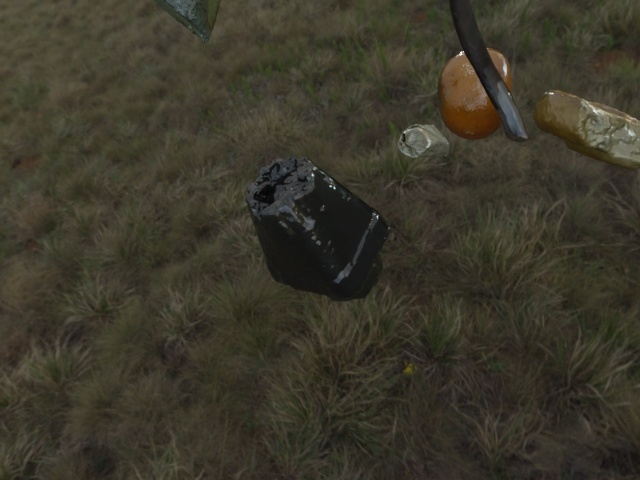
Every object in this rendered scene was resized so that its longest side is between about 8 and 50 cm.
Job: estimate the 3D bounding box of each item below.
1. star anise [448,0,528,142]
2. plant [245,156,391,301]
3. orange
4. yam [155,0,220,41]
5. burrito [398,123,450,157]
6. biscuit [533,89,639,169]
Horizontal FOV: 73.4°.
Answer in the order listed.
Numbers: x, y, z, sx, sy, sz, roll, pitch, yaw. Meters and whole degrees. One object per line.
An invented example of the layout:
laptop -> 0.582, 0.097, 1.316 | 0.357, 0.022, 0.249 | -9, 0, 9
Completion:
star anise -> 0.059, -0.130, 0.157 | 0.227, 0.218, 0.148 | -21, 33, -40
plant -> 0.000, 0.000, 0.615 | 0.164, 0.256, 0.142 | 7, 61, 40
orange -> 0.370, -0.353, 1.050 | 0.170, 0.224, 0.224 | 3, 49, 15
yam -> -0.251, -0.544, 0.857 | 0.154, 0.154, 0.254 | 20, 94, 38
burrito -> 0.217, -0.204, 0.885 | 0.082, 0.059, 0.275 | 39, 24, 13
biscuit -> 0.522, -0.203, 0.803 | 0.274, 0.091, 0.213 | 14, 28, -8
